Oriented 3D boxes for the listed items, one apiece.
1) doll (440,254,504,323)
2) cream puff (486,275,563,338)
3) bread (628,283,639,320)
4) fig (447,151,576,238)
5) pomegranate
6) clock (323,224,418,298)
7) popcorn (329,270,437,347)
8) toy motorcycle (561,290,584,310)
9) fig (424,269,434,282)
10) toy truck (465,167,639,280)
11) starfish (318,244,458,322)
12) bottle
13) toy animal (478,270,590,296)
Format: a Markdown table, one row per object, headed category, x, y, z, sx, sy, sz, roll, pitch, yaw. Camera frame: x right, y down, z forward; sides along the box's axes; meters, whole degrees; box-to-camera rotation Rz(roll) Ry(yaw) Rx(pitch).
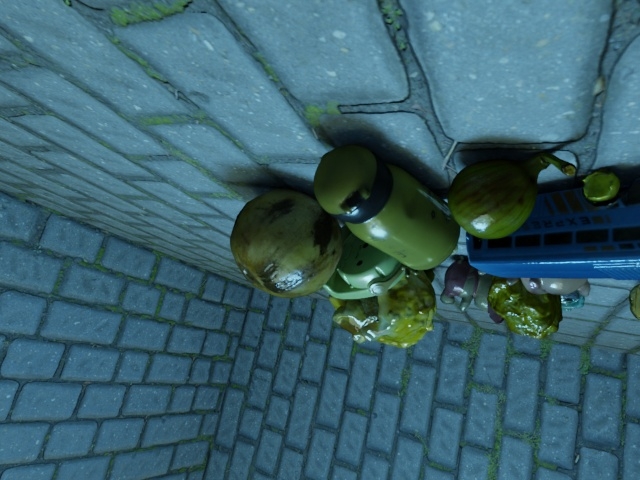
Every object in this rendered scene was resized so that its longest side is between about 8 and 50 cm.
| category | x | y | z | sx | sy | sz | roll | pitch | yaw |
| --- | --- | --- | --- | --- | --- | --- | --- | --- | --- |
| doll | 0.529 | 0.157 | 1.413 | 0.255 | 0.196 | 0.152 | 13 | 167 | 28 |
| cream puff | 0.570 | 0.147 | 1.217 | 0.195 | 0.245 | 0.244 | 7 | 166 | 20 |
| bread | 0.967 | 0.181 | 1.199 | 0.114 | 0.132 | 0.190 | 22 | 166 | -40 |
| fig | 0.310 | -0.092 | 0.761 | 0.142 | 0.186 | 0.148 | 39 | -157 | 11 |
| pomegranate | -0.093 | 0.009 | 1.188 | 0.321 | 0.323 | 0.322 | 12 | 167 | 3 |
| clock | 0.152 | 0.047 | 1.248 | 0.307 | 0.235 | 0.096 | -8 | 135 | 41 |
| popcorn | 0.230 | 0.200 | 1.592 | 0.389 | 0.344 | 0.354 | 16 | -148 | -37 |
| toy motorcycle | 0.799 | 0.198 | 1.525 | 0.198 | 0.110 | 0.296 | 7 | 167 | -18 |
| fig | 0.406 | 0.137 | 1.690 | 0.087 | 0.074 | 0.073 | -7 | -177 | -43 |
| toy truck | 0.457 | -0.015 | 0.820 | 0.161 | 0.163 | 0.384 | 20 | 166 | -33 |
| starfish | 0.170 | 0.088 | 1.344 | 0.431 | 0.324 | 0.083 | 10 | 138 | 53 |
| bottle | 0.133 | -0.072 | 0.895 | 0.171 | 0.172 | 0.351 | -1 | 158 | 45 |
| toy animal | 0.501 | 0.043 | 1.035 | 0.250 | 0.154 | 0.166 | 25 | 166 | 40 |
